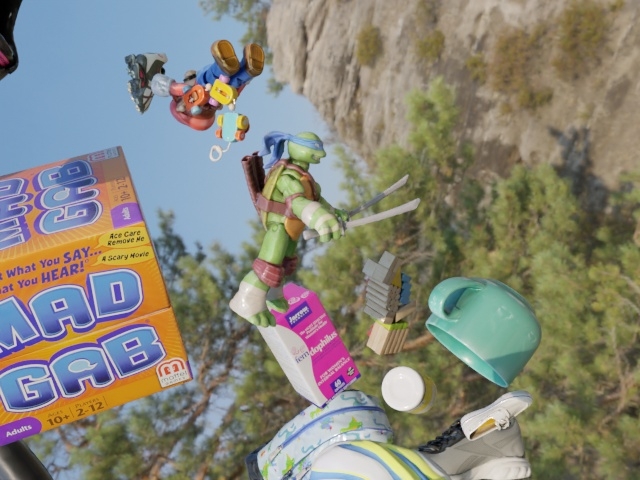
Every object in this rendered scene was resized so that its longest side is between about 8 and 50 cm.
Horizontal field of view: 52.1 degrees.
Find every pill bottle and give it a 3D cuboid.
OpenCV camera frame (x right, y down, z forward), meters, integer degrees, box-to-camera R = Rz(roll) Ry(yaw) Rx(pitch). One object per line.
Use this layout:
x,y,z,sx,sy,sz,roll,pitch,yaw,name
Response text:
0.141,0.231,0.999,0.116,0.065,0.065,38,-115,-61,pill bottle

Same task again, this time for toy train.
-0.189,-0.233,1.216,0.125,0.166,0.046,-35,-17,29,toy train

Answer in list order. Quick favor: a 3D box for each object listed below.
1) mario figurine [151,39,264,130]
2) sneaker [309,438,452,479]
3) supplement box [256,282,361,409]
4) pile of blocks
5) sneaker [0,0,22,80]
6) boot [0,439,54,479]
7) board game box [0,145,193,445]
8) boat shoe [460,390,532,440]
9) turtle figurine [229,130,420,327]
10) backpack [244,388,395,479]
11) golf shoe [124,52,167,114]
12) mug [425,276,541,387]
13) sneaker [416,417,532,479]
-0.278,-0.398,1.589,0.320,0.198,0.170,-24,41,48,mario figurine
0.062,0.213,0.434,0.126,0.240,0.091,-1,-75,-51,sneaker
-0.030,0.209,1.314,0.111,0.114,0.220,-37,-68,-20,supplement box
0.193,0.172,1.939,0.149,0.113,0.362,-23,-53,-33,pile of blocks
-0.682,-0.327,1.198,0.185,0.202,0.482,44,-132,-57,sneaker
-0.627,0.621,1.530,0.146,0.445,0.367,-29,-14,-41,boot
-0.482,0.085,1.236,0.356,0.357,0.356,-127,24,-54,board game box
0.231,0.229,0.848,0.035,0.100,0.035,57,-168,-29,boat shoe
0.000,0.000,0.934,0.266,0.275,0.198,-64,26,14,turtle figurine
0.029,0.522,1.622,0.355,0.290,0.273,-55,33,15,backpack
-0.532,-0.482,2.029,0.105,0.120,0.273,63,158,9,golf shoe
0.211,0.103,0.822,0.097,0.129,0.157,-49,-24,-8,mug
0.208,0.325,1.011,0.100,0.272,0.108,-21,70,56,sneaker
